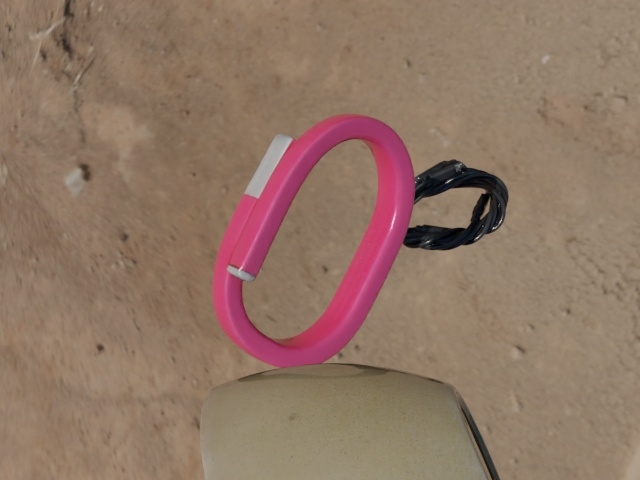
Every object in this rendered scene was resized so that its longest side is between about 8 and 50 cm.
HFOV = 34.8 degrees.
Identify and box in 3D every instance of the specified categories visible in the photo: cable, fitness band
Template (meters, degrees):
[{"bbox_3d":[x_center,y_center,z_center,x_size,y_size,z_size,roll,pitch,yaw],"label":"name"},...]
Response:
[{"bbox_3d":[0.168,-0.038,1.425,0.184,0.150,0.047,-30,138,-16],"label":"cable"},{"bbox_3d":[0.000,0.000,1.110,0.209,0.054,0.290,32,83,-42],"label":"fitness band"}]

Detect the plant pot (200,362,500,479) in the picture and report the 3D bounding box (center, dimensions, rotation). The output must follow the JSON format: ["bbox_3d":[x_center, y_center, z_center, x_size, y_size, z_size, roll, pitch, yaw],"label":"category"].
[{"bbox_3d":[0.050,0.216,0.851,0.191,0.284,0.284,-25,102,7],"label":"plant pot"}]
